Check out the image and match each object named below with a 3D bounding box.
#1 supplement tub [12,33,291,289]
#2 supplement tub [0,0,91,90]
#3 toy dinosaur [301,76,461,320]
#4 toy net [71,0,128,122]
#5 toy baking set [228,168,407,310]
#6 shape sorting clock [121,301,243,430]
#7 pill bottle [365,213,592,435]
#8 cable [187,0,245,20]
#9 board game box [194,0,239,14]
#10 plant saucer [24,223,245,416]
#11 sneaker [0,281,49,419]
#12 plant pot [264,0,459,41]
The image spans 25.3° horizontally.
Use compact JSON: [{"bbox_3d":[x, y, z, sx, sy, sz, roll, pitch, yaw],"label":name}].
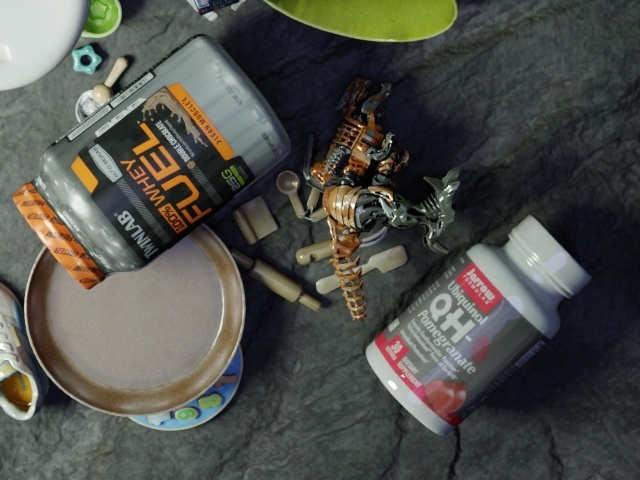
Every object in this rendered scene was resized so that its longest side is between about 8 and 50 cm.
[{"bbox_3d":[-0.225,-0.100,1.891,0.338,0.207,0.207,-39,109,-3],"label":"supplement tub"},{"bbox_3d":[-0.414,-0.332,1.734,0.235,0.325,0.235,-6,114,-15],"label":"supplement tub"},{"bbox_3d":[0.078,-0.060,2.007,0.218,0.164,0.322,7,112,0],"label":"toy dinosaur"},{"bbox_3d":[-0.319,-0.229,1.943,0.122,0.045,0.232,-8,109,-5],"label":"toy net"},{"bbox_3d":[-0.005,0.005,2.069,0.256,0.030,0.197,37,100,-17],"label":"toy baking set"},{"bbox_3d":[-0.216,0.186,2.096,0.206,0.040,0.206,-2,109,-7],"label":"shape sorting clock"},{"bbox_3d":[0.234,0.116,2.061,0.318,0.176,0.176,-44,108,8],"label":"pill bottle"},{"bbox_3d":[-0.162,-0.454,1.868,0.257,0.089,0.257,33,100,-15],"label":"cable"},{"bbox_3d":[-0.157,-0.388,1.764,0.060,0.194,0.194,-20,94,-2],"label":"board game box"},{"bbox_3d":[-0.262,0.095,2.030,0.310,0.050,0.310,0,96,-5],"label":"plant saucer"},{"bbox_3d":[-0.455,0.149,2.026,0.087,0.092,0.228,-25,108,3],"label":"sneaker"},{"bbox_3d":[0.068,-0.445,1.808,0.275,0.275,0.293,16,76,-12],"label":"plant pot"}]
